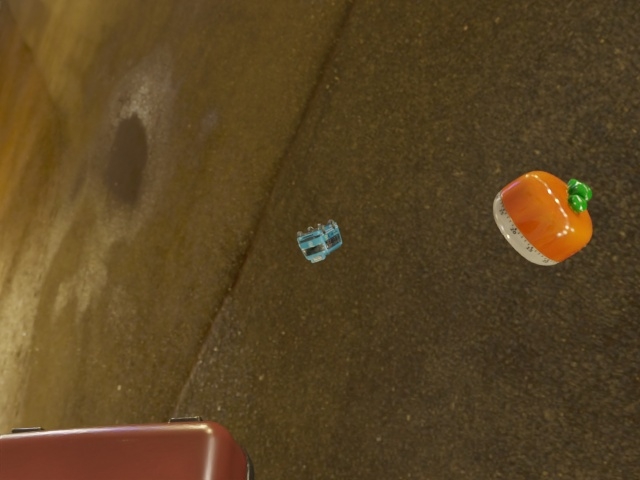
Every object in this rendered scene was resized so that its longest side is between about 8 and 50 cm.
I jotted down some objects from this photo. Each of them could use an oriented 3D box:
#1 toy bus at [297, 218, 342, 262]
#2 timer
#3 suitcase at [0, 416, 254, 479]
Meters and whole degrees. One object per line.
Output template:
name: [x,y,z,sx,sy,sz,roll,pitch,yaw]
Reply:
toy bus: [0.000,0.000,0.869,0.038,0.083,0.046,-19,94,20]
timer: [0.316,-0.039,0.864,0.136,0.136,0.099,-46,4,33]
suitcase: [-0.214,0.301,0.598,0.161,0.296,0.236,80,-174,-47]
